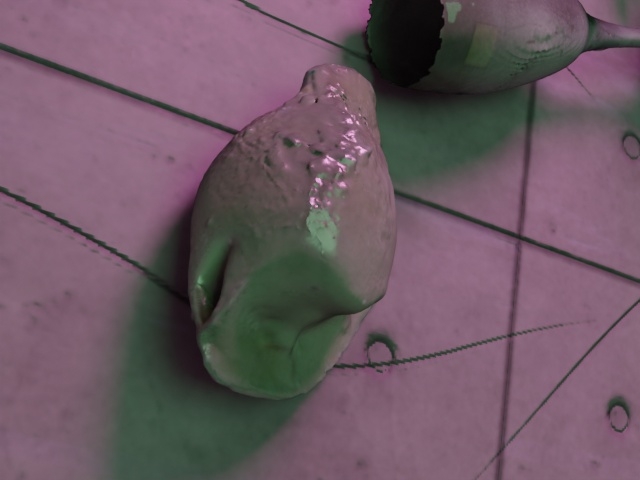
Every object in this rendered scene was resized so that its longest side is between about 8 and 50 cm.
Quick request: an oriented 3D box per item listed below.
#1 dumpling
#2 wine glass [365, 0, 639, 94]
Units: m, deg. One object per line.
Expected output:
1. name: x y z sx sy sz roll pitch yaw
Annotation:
1. dumpling: 0.004 -0.005 0.592 0.153 0.108 0.219 34 66 -22
2. wine glass: 0.227 -0.128 0.677 0.310 0.264 0.096 -4 109 -33
